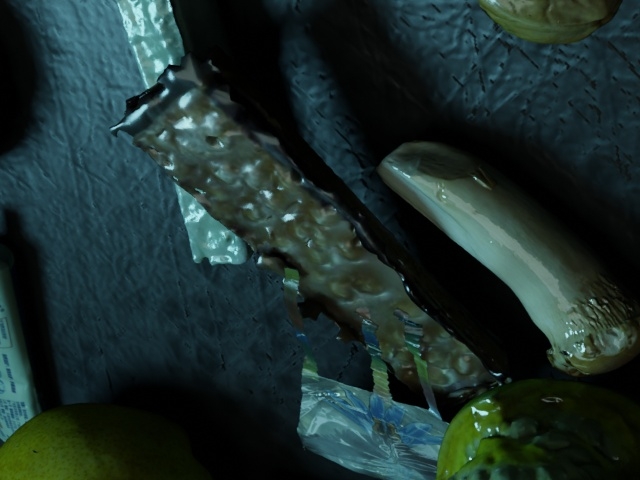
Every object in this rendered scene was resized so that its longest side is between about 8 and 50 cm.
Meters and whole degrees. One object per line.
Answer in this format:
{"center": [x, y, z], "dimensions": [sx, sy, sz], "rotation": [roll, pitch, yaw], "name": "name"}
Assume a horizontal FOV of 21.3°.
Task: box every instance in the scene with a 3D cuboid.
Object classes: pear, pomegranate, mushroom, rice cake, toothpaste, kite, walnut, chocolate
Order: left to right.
{"center": [-0.274, 0.094, 1.470], "dimensions": [0.069, 0.047, 0.268], "rotation": [4, 128, 9], "name": "toothpaste"}
{"center": [-0.181, 0.233, 1.410], "dimensions": [0.209, 0.209, 0.209], "rotation": [18, 130, 22], "name": "pear"}
{"center": [-0.100, -0.138, 1.168], "dimensions": [0.063, 0.066, 0.336], "rotation": [-1, 120, 21], "name": "rice cake"}
{"center": [0.004, -0.005, 1.162], "dimensions": [0.329, 0.065, 0.102], "rotation": [45, 131, -18], "name": "chocolate"}
{"center": [0.031, 0.113, 1.225], "dimensions": [0.169, 0.015, 0.310], "rotation": [13, 150, 24], "name": "kite"}
{"center": [0.128, 0.007, 1.126], "dimensions": [0.209, 0.071, 0.084], "rotation": [43, 165, 3], "name": "mushroom"}
{"center": [0.124, -0.171, 0.975], "dimensions": [0.124, 0.105, 0.105], "rotation": [44, 135, 6], "name": "walnut"}
{"center": [0.194, 0.196, 1.103], "dimensions": [0.302, 0.236, 0.236], "rotation": [-23, 107, 45], "name": "pomegranate"}

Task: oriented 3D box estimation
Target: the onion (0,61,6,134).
{"center": [-0.352, -0.105, 1.313], "dimensions": [0.198, 0.135, 0.173], "rotation": [18, 127, 25], "name": "onion"}
